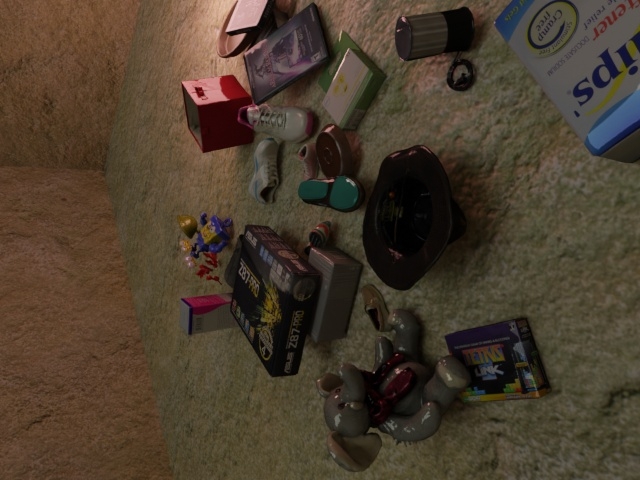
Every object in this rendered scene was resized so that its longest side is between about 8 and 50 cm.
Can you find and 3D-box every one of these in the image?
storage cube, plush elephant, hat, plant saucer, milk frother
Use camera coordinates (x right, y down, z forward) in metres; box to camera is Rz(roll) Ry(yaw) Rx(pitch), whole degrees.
[{"bbox_3d":[-0.361,-0.452,1.588,0.183,0.193,0.215,54,151,36],"label":"storage cube"},{"bbox_3d":[0.118,0.338,0.980,0.272,0.256,0.329,-124,37,-58],"label":"plush elephant"},{"bbox_3d":[0.216,-0.041,0.949,0.331,0.134,0.331,-173,90,-69],"label":"hat"},{"bbox_3d":[0.031,-0.232,1.224,0.168,0.029,0.168,42,143,44],"label":"plant saucer"},{"bbox_3d":[-0.269,-0.752,1.548,0.278,0.041,0.277,-25,55,41],"label":"plant saucer"},{"bbox_3d":[0.231,-0.375,0.901,0.129,0.135,0.143,98,159,-69],"label":"milk frother"}]

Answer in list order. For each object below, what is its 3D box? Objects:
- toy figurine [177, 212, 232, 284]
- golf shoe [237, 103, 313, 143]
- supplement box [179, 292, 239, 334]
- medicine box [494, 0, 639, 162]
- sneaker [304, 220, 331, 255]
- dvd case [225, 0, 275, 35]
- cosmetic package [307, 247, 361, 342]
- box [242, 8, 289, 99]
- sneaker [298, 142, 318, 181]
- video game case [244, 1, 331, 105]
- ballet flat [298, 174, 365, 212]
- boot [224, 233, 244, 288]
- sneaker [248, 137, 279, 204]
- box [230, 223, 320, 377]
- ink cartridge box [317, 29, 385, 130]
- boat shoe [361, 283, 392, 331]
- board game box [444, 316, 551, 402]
[{"bbox_3d":[-0.439,-0.023,1.852,0.217,0.191,0.362,-41,47,11],"label":"toy figurine"},{"bbox_3d":[-0.146,-0.369,1.397,0.306,0.140,0.115,20,107,49],"label":"golf shoe"},{"bbox_3d":[-0.420,0.279,1.735,0.114,0.220,0.111,19,107,52],"label":"supplement box"},{"bbox_3d":[0.444,-0.301,0.618,0.263,0.149,0.289,-47,56,44],"label":"medicine box"},{"bbox_3d":[0.000,0.000,1.306,0.057,0.075,0.161,36,153,11],"label":"sneaker"},{"bbox_3d":[-0.212,-0.748,1.427,0.239,0.030,0.179,26,93,52],"label":"dvd case"},{"bbox_3d":[0.018,0.149,1.245,0.127,0.107,0.237,33,115,51],"label":"cosmetic package"},{"bbox_3d":[-0.168,-0.601,1.476,0.231,0.056,0.183,-33,65,49],"label":"box"},{"bbox_3d":[-0.041,-0.226,1.325,0.051,0.070,0.134,42,125,40],"label":"sneaker"},{"bbox_3d":[-0.105,-0.547,1.328,0.274,0.026,0.196,-23,69,28],"label":"video game case"},{"bbox_3d":[0.049,-0.125,1.191,0.280,0.096,0.095,20,95,54],"label":"ballet flat"},{"bbox_3d":[-0.303,0.105,1.689,0.208,0.076,0.189,-58,34,28],"label":"boot"},{"bbox_3d":[-0.175,-0.230,1.498,0.092,0.087,0.228,41,131,35],"label":"sneaker"},{"bbox_3d":[-0.152,0.163,1.348,0.395,0.097,0.318,39,119,55],"label":"box"},{"bbox_3d":[0.058,-0.431,1.195,0.235,0.056,0.171,58,135,29],"label":"ink cartridge box"},{"bbox_3d":[0.136,0.171,1.140,0.050,0.045,0.135,-56,51,38],"label":"boat shoe"},{"bbox_3d":[0.339,0.237,0.877,0.170,0.048,0.141,-31,69,49],"label":"board game box"}]
